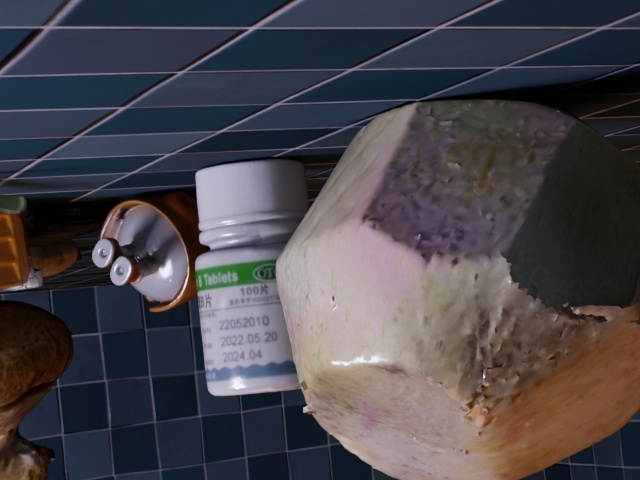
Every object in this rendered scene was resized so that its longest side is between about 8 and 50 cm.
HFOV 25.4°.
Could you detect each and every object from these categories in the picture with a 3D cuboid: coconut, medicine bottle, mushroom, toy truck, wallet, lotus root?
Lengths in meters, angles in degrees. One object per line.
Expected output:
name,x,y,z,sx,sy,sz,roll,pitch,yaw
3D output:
coconut,0.146,0.034,1.214,0.353,0.352,0.352,-6,176,0
medicine bottle,-0.062,0.039,1.470,0.139,0.236,0.139,-6,177,0
mushroom,-0.416,0.171,1.661,0.267,0.254,0.267,-26,158,-11
toy truck,-0.423,0.026,1.650,0.135,0.114,0.270,-7,178,-40
wallet,-0.342,-0.017,1.769,0.137,0.031,0.255,-4,176,-37
lotus root,-0.393,0.018,1.972,0.072,0.063,0.152,22,-162,28

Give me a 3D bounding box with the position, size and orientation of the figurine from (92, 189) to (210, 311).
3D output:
figurine,-0.167,0.011,1.685,0.143,0.143,0.271,-7,175,20

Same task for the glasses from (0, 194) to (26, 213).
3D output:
glasses,-0.384,-0.005,1.318,0.207,0.102,0.239,-9,175,39
